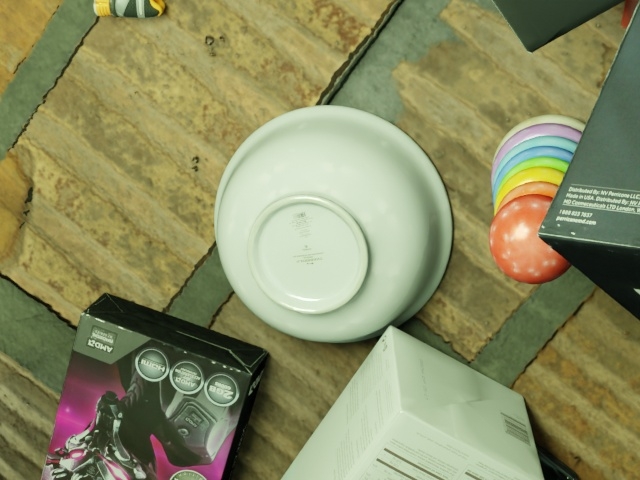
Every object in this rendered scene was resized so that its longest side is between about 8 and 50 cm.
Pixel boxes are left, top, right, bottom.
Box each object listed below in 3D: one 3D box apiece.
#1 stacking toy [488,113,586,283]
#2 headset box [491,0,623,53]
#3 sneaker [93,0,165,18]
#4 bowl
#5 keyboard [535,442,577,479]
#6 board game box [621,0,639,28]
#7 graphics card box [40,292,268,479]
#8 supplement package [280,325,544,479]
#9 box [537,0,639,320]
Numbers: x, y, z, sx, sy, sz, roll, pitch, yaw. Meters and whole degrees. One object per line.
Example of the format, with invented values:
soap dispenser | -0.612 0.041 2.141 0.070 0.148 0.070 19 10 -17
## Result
stacking toy | 0.231 -0.035 1.644 0.141 0.330 0.141 4 107 13
headset box | 0.248 -0.357 1.518 0.246 0.131 0.283 -29 53 14
sneaker | -0.204 -0.357 1.798 0.083 0.084 0.215 13 113 -4
bowl | 0.000 0.000 1.818 0.298 0.134 0.298 4 107 12
keyboard | 0.245 0.340 1.917 0.108 0.023 0.180 38 112 7
board game box | 0.463 -0.364 1.633 0.242 0.064 0.316 10 108 11
graphics card box | -0.226 0.275 1.975 0.232 0.094 0.371 20 109 8
supplement package | 0.098 0.285 1.821 0.198 0.199 0.263 29 112 -13
box | 0.406 -0.060 1.511 0.182 0.296 0.294 8 69 48
